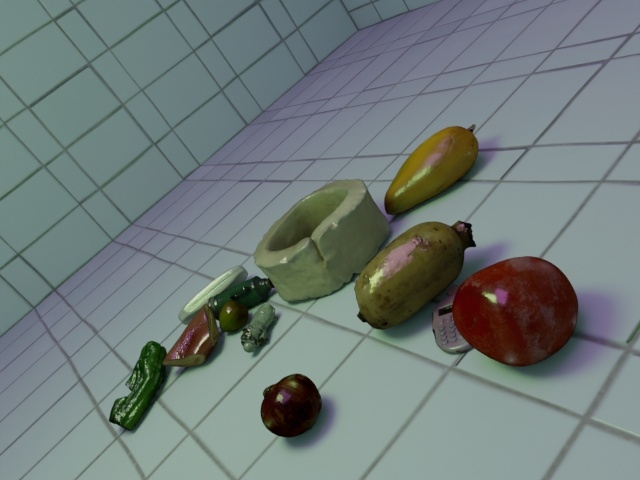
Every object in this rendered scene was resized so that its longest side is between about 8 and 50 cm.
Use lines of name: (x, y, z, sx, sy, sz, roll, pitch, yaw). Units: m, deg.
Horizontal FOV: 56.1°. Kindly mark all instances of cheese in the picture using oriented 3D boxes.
cheese: (0.000, -0.002, 1.520, 0.292, 0.153, 0.332, -2, 42, 52)

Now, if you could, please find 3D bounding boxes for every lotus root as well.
lotus root: (0.181, 0.056, 1.176, 0.284, 0.146, 0.160, -36, 11, 1)

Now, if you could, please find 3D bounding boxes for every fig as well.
fig: (-0.231, 0.203, 1.559, 0.088, 0.074, 0.074, -54, 23, 7)

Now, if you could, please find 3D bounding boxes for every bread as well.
bread: (-0.315, 0.263, 1.538, 0.119, 0.067, 0.192, 23, 71, 44)

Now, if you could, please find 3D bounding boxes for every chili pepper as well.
chili pepper: (-0.457, 0.372, 1.541, 0.099, 0.083, 0.253, -22, 32, 31)

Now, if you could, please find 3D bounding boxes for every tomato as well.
tomato: (0.302, 0.102, 0.941, 0.187, 0.151, 0.187, -31, 19, 12)

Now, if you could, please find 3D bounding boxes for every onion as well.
onion: (-0.056, 0.301, 1.094, 0.117, 0.119, 0.119, -62, 27, -2)

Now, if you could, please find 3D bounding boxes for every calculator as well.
calculator: (0.252, 0.139, 1.091, 0.103, 0.024, 0.165, -24, 29, 27)

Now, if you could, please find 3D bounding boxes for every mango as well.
mango: (0.282, -0.182, 1.535, 0.317, 0.119, 0.176, -43, 26, 7)

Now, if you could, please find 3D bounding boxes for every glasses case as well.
glasses case: (-0.306, 0.157, 1.719, 0.233, 0.059, 0.092, -39, -16, -7)

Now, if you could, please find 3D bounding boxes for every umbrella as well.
umbrella: (-0.151, 0.215, 1.451, 0.067, 0.062, 0.143, 7, 38, 14)

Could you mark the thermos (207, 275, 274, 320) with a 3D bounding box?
thermos: (-0.211, 0.146, 1.619, 0.188, 0.083, 0.073, -27, 36, 18)
